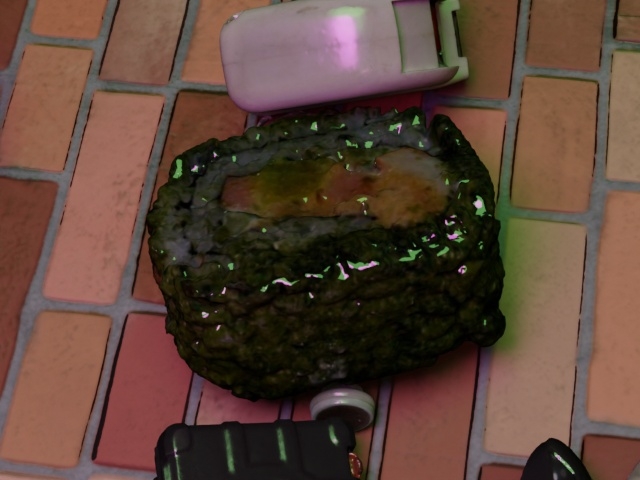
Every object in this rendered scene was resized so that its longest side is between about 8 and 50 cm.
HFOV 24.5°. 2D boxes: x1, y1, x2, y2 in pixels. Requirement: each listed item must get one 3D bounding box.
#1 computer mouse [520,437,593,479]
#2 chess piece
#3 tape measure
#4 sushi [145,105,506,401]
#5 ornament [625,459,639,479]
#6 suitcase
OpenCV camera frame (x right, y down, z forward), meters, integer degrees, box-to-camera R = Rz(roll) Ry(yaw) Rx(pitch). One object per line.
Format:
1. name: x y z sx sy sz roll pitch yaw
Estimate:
1. computer mouse: 0.221 0.294 1.397 0.073 0.122 0.217 5 61 35
2. chess piece: 0.023 0.141 1.528 0.067 0.067 0.103 -3 53 4
3. tape measure: 0.028 -0.213 1.609 0.258 0.265 0.130 -7 94 6
4. sushi: 0.000 0.000 1.508 0.352 0.178 0.294 -12 42 -2
5. ornament: 0.354 0.220 1.445 0.075 0.081 0.156 36 67 26
6. suitcase: -0.047 0.310 1.408 0.206 0.066 0.285 0 61 -18
